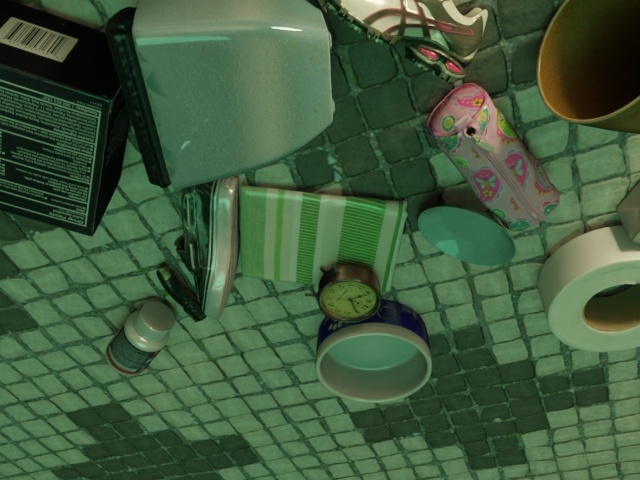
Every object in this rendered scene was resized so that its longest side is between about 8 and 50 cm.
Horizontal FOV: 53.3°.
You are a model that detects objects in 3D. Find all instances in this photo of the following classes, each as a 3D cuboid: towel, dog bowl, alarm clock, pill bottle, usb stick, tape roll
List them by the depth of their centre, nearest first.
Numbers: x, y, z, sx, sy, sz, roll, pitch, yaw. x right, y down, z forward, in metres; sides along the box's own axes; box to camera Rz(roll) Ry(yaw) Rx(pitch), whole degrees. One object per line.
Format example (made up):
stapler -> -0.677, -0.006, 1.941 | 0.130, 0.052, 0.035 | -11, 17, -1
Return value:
usb stick -> -0.260, -0.204, 0.958 | 0.045, 0.077, 0.278 | 9, 134, 14
towel -> 0.000, 0.000, 1.295 | 0.324, 0.038, 0.248 | 6, 132, -1
tape roll -> 0.598, 0.103, 1.300 | 0.285, 0.100, 0.286 | 2, 132, 2
alarm clock -> 0.076, 0.116, 1.324 | 0.192, 0.064, 0.129 | 30, 126, -18
pill bottle -> -0.409, 0.222, 1.460 | 0.107, 0.108, 0.180 | 28, 128, -21
dog bowl -> 0.122, 0.259, 1.477 | 0.264, 0.104, 0.265 | 1, 133, 1

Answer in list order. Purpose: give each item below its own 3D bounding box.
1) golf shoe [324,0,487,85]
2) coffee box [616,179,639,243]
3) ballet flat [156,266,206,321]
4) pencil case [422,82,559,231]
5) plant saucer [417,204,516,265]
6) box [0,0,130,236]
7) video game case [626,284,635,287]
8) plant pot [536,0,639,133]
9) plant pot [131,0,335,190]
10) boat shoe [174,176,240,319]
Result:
golf shoe -> 0.120, -0.342, 0.952 | 0.272, 0.105, 0.120 | 21, 112, -22
coffee box -> 0.706, -0.047, 1.181 | 0.246, 0.098, 0.141 | 15, 131, -11
ballet flat -> -0.305, 0.115, 1.411 | 0.049, 0.057, 0.173 | -43, 129, -14
pencil case -> 0.299, -0.137, 1.101 | 0.124, 0.124, 0.284 | -30, 126, 26
plant saucer -> 0.285, -0.019, 1.228 | 0.194, 0.038, 0.195 | 22, 157, 10
box -> -0.471, -0.200, 1.026 | 0.296, 0.183, 0.294 | 17, 132, -11
video game case -> 0.666, 0.049, 1.326 | 0.166, 0.015, 0.119 | 21, 130, -16
plant pot -> 0.499, -0.252, 0.939 | 0.254, 0.237, 0.237 | 13, 133, -28
plant pot -> -0.113, -0.256, 0.939 | 0.252, 0.248, 0.247 | -8, 132, -3
boat shoe -> -0.229, 0.008, 1.271 | 0.119, 0.121, 0.335 | 11, 121, 3
